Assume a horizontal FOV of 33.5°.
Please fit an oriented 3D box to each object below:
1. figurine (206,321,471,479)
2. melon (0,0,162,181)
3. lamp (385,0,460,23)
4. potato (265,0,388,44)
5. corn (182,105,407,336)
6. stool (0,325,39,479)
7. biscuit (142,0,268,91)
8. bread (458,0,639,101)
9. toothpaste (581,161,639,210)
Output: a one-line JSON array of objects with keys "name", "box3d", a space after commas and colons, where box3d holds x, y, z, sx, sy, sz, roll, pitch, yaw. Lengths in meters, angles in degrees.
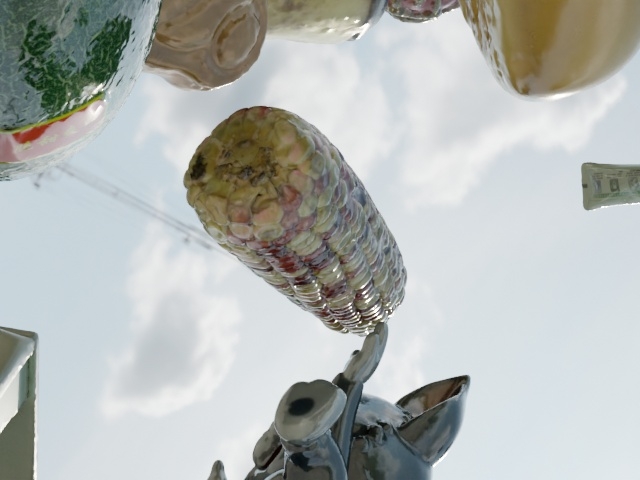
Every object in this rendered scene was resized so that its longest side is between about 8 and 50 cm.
[{"name": "figurine", "box3d": [0.015, 0.151, 0.676, 0.193, 0.140, 0.265, -57, -175, 3]}, {"name": "melon", "box3d": [-0.163, -0.132, 0.502, 0.288, 0.182, 0.182, 124, -20, -62]}, {"name": "lamp", "box3d": [0.153, -0.455, 1.565, 0.274, 0.177, 0.177, 98, -10, -46]}, {"name": "potato", "box3d": [-0.089, -0.293, 0.936, 0.242, 0.242, 0.285, -9, -80, 51]}, {"name": "corn", "box3d": [0.000, 0.000, 0.651, 0.086, 0.253, 0.086, -7, -113, 18]}, {"name": "stool", "box3d": [-0.421, 0.250, 1.126, 0.243, 0.170, 0.270, -73, 172, -63]}, {"name": "biscuit", "box3d": [-0.125, -0.274, 0.703, 0.057, 0.351, 0.312, 7, -121, 43]}, {"name": "bread", "box3d": [0.096, -0.170, 0.445, 0.098, 0.217, 0.147, -14, -143, 7]}, {"name": "toothpaste", "box3d": [0.399, -0.071, 1.310, 0.218, 0.041, 0.064, 0, -85, 61]}]
